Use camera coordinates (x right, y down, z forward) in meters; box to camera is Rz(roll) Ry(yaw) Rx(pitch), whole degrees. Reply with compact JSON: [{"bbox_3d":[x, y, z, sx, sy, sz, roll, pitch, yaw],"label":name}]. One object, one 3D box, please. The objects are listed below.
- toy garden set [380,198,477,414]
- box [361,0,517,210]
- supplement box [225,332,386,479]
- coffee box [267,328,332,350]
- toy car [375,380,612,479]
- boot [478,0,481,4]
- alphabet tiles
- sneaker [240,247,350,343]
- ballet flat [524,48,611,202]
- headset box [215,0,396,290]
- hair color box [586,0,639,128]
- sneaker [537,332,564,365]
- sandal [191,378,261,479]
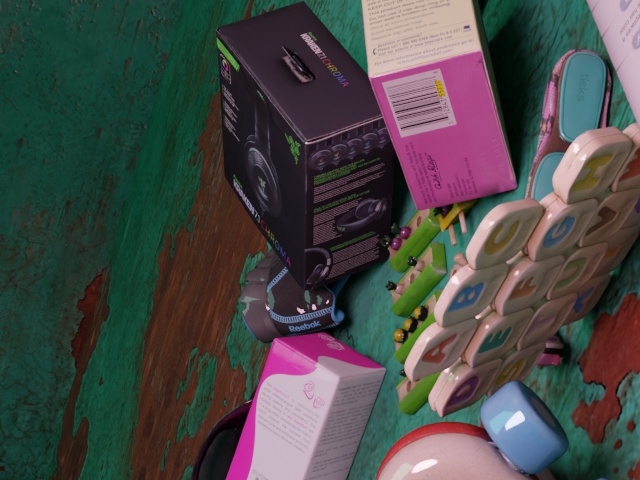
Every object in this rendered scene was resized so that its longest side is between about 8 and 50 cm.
[{"bbox_3d":[0.125,0.047,1.487,0.204,0.049,0.244,126,150,-48],"label":"toy garden set"},{"bbox_3d":[0.124,-0.199,1.393,0.213,0.117,0.243,65,-163,-48],"label":"box"},{"bbox_3d":[-0.021,0.239,1.610,0.111,0.114,0.220,29,109,33],"label":"supplement box"},{"bbox_3d":[-0.034,0.143,1.870,0.184,0.040,0.113,-118,43,-62],"label":"coffee box"},{"bbox_3d":[0.142,0.227,1.122,0.219,0.210,0.238,-41,5,13],"label":"toy car"},{"bbox_3d":[0.161,-0.354,1.642,0.208,0.076,0.190,-104,35,-65],"label":"boot"},{"bbox_3d":[0.190,0.027,1.055,0.021,0.278,0.284,44,124,29],"label":"alphabet tiles"},{"bbox_3d":[0.000,0.000,1.802,0.139,0.125,0.341,-7,49,26],"label":"sneaker"},{"bbox_3d":[0.239,-0.078,1.243,0.079,0.077,0.221,103,178,-69],"label":"ballet flat"},{"bbox_3d":[-0.020,-0.127,1.622,0.246,0.131,0.283,54,156,36],"label":"headset box"},{"bbox_3d":[0.315,-0.263,1.076,0.374,0.113,0.185,-97,27,-45],"label":"hair color box"},{"bbox_3d":[0.199,0.060,1.252,0.170,0.063,0.075,-107,30,-63],"label":"sneaker"},{"bbox_3d":[-0.108,0.301,1.804,0.167,0.107,0.446,56,134,34],"label":"sandal"}]
